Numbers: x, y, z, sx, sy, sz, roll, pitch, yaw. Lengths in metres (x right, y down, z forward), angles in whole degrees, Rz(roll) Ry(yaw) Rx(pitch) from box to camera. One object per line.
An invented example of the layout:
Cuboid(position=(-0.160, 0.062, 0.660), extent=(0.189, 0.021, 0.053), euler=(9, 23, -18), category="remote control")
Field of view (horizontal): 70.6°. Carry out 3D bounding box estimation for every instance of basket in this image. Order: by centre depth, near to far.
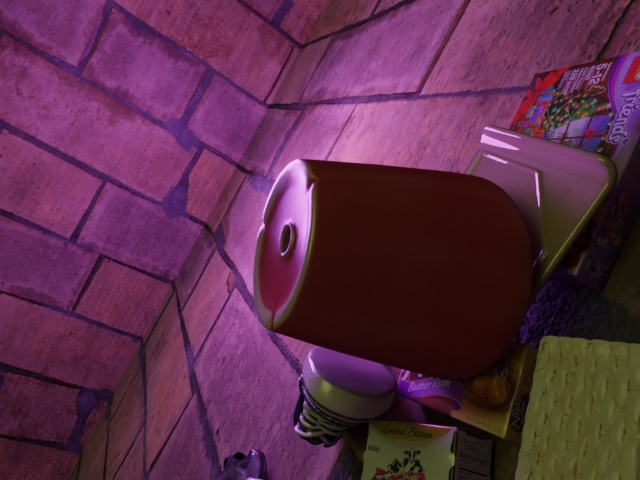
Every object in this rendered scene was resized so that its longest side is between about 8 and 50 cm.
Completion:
Cuboid(position=(0.256, 0.176, 0.398), extent=(0.113, 0.103, 0.167), euler=(-11, 56, 59), category="basket")

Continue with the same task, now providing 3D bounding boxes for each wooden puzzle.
Cuboid(position=(0.227, -0.015, 0.580), extent=(0.238, 0.044, 0.221), euler=(-65, 25, 15), category="wooden puzzle")

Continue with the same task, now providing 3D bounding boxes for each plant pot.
Cuboid(position=(0.062, 0.023, 0.549), extent=(0.275, 0.243, 0.274), euler=(-168, 90, -67), category="plant pot")

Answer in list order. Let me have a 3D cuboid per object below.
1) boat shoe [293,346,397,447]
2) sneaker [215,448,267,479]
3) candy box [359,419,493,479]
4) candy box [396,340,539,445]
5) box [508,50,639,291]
Cuboid(position=(0.020, 0.238, 0.647), extent=(0.340, 0.127, 0.158), euler=(35, -104, -82), category="boat shoe")
Cuboid(position=(-0.180, 0.493, 0.915), extent=(0.234, 0.078, 0.106), euler=(-40, 30, 30), category="sneaker")
Cuboid(position=(0.112, 0.343, 0.535), extent=(0.159, 0.071, 0.233), euler=(-25, 44, 52), category="candy box")
Cuboid(position=(0.187, 0.175, 0.582), extent=(0.187, 0.053, 0.109), euler=(-1, 64, 59), category="candy box")
Cuboid(position=(0.319, -0.096, 0.595), extent=(0.293, 0.057, 0.201), euler=(-64, 26, -3), category="box")
